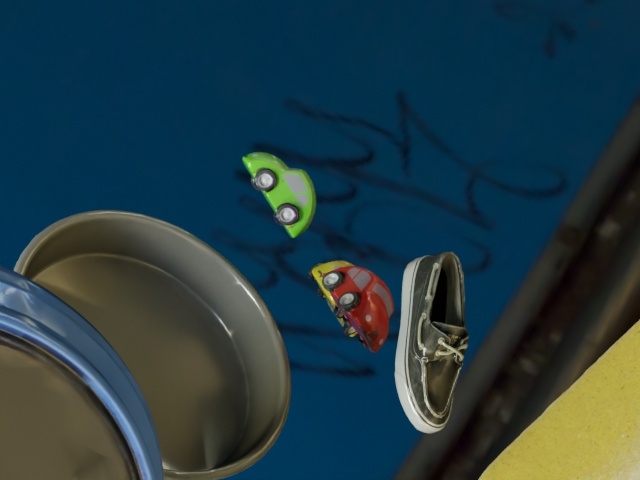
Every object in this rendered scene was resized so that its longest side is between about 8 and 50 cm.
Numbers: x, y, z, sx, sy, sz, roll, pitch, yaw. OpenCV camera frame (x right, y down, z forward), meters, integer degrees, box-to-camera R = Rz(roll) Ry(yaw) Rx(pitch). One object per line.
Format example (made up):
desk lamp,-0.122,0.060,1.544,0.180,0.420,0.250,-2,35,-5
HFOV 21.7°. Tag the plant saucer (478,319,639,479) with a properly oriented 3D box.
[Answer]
plant saucer,0.319,0.204,1.263,0.333,0.081,0.332,-42,-63,-15

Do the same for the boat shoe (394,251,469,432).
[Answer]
boat shoe,0.139,0.121,2.011,0.078,0.070,0.219,10,-108,-36

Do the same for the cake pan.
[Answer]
cake pan,-0.165,0.105,1.559,0.293,0.293,0.054,-35,-9,-49

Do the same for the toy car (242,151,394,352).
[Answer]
toy car,0.000,0.000,1.668,0.053,0.225,0.239,-33,3,-4

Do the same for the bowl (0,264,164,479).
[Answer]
bowl,-0.291,0.196,1.106,0.391,0.077,0.391,-6,-70,-17
